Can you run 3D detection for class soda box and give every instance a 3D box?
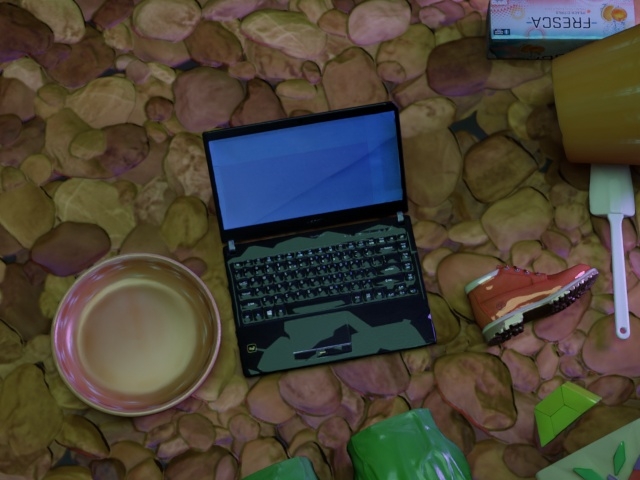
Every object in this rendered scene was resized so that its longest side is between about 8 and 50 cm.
[{"bbox_3d":[0.301,-0.266,1.880,0.183,0.058,0.063,0,70,2],"label":"soda box"}]

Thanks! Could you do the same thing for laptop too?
[{"bbox_3d":[0.000,0.000,1.745,0.234,0.136,0.264,-10,70,-2],"label":"laptop"}]

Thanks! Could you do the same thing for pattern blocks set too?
[{"bbox_3d":[0.328,0.278,1.584,0.285,0.026,0.325,48,121,20],"label":"pattern blocks set"}]

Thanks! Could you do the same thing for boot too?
[{"bbox_3d":[0.248,0.053,1.766,0.158,0.059,0.084,-25,66,-7],"label":"boot"}]

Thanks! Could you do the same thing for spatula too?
[{"bbox_3d":[0.412,0.008,1.802,0.168,0.019,0.242,2,71,-4],"label":"spatula"}]

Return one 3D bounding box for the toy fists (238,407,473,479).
[{"bbox_3d":[0.035,0.302,1.658,0.279,0.096,0.142,-20,61,-5],"label":"toy fists"}]

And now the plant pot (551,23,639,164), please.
[{"bbox_3d":[0.379,-0.171,1.784,0.188,0.205,0.205,-9,69,15],"label":"plant pot"}]

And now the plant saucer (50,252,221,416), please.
[{"bbox_3d":[-0.216,0.113,1.759,0.200,0.037,0.200,-1,69,1],"label":"plant saucer"}]
